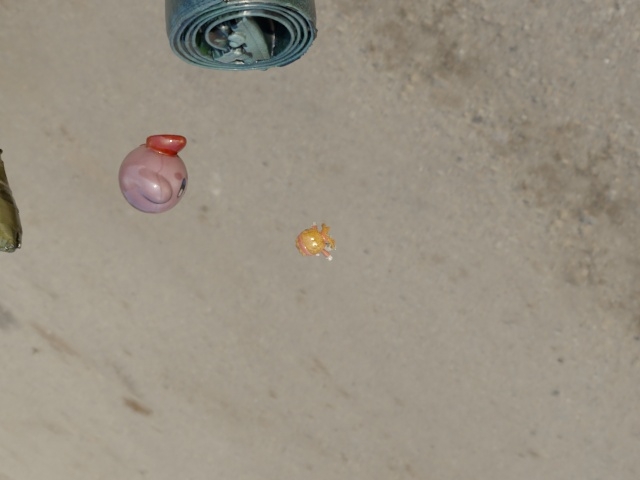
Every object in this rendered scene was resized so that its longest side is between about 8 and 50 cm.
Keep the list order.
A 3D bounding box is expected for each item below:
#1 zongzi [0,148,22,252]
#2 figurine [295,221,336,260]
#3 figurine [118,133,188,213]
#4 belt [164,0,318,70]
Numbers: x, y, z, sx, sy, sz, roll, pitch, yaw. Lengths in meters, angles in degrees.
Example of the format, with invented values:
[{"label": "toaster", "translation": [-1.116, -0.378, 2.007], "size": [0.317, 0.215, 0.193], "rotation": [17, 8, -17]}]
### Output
[{"label": "zongzi", "translation": [-0.343, 0.001, 0.956], "size": [0.176, 0.078, 0.160], "rotation": [55, 135, 31]}, {"label": "figurine", "translation": [0.000, 0.000, 1.436], "size": [0.047, 0.109, 0.064], "rotation": [-30, 80, 19]}, {"label": "figurine", "translation": [-0.162, -0.061, 0.938], "size": [0.067, 0.071, 0.083], "rotation": [2, 173, -9]}, {"label": "belt", "translation": [-0.110, -0.321, 1.323], "size": [0.206, 0.116, 0.267], "rotation": [-5, 169, -2]}]
